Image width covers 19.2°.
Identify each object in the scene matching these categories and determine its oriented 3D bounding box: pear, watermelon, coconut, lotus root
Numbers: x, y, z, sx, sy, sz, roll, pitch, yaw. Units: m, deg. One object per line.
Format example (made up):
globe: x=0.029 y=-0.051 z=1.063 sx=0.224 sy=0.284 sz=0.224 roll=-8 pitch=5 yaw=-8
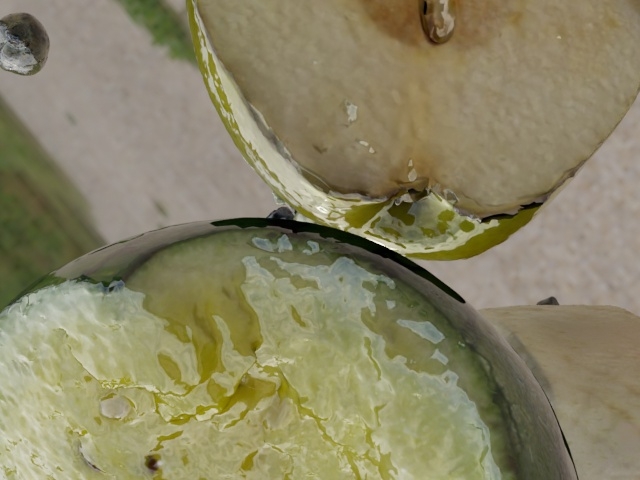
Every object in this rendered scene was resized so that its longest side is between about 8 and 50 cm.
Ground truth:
pear: x=0.057 y=-0.164 z=1.394 sx=0.340 sy=0.386 sz=0.191 roll=13 pitch=157 yaw=-9
watermelon: x=-0.001 y=0.120 z=0.944 sx=0.331 sy=0.189 sz=0.330 roll=25 pitch=137 yaw=26
coconut: x=0.186 y=0.193 z=1.522 sx=0.329 sy=0.329 sz=0.329 roll=48 pitch=170 yaw=11
lotus root: x=-0.265 y=-0.175 z=1.679 sx=0.099 sy=0.049 sz=0.054 roll=151 pitch=108 yaw=-80

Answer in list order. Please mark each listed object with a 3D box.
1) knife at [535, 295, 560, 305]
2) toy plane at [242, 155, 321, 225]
knife: x=0.260 y=0.156 z=1.864 sx=0.019 sy=0.072 sz=0.245 roll=-9 pitch=131 yaw=30
toy plane: x=0.000 y=0.000 z=2.042 sx=0.242 sy=0.104 sz=0.256 roll=45 pitch=164 yaw=15
